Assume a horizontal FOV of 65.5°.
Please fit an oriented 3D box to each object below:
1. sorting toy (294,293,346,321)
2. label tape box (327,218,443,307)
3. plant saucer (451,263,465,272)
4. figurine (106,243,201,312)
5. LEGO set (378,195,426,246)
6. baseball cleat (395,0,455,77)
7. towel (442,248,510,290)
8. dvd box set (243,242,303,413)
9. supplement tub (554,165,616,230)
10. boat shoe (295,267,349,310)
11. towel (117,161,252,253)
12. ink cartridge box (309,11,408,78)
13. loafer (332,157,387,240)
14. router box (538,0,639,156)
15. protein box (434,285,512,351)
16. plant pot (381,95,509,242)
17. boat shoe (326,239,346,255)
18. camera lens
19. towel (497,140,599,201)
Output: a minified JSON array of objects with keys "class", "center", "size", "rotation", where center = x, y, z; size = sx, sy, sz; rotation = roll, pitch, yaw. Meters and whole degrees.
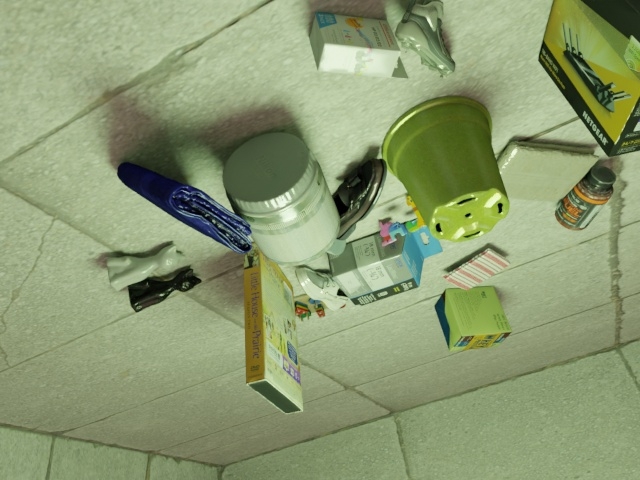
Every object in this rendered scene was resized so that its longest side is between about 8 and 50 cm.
[{"class":"sorting toy","center":[-0.050,0.244,1.781],"size":[0.275,0.046,0.132],"rotation":[-15,144,7]},{"class":"label tape box","center":[0.220,0.075,1.569],"size":[0.334,0.105,0.240],"rotation":[-20,144,13]},{"class":"plant saucer","center":[0.514,0.113,1.773],"size":[0.120,0.021,0.119],"rotation":[-7,144,-5]},{"class":"figurine","center":[-0.477,0.100,1.446],"size":[0.210,0.092,0.214],"rotation":[-18,144,-4]},{"class":"LEGO set","center":[0.254,-0.074,1.403],"size":[0.227,0.093,0.087],"rotation":[-27,173,13]},{"class":"baseball cleat","center":[0.220,-0.390,0.953],"size":[0.206,0.072,0.109],"rotation":[5,111,-55]},{"class":"towel","center":[0.540,0.100,1.723],"size":[0.144,0.029,0.197],"rotation":[25,129,-39]},{"class":"dvd box set","center":[-0.139,0.254,1.449],"size":[0.062,0.420,0.307],"rotation":[-14,145,9]},{"class":"supplement tub","center":[0.770,-0.124,1.442],"size":[0.106,0.106,0.197],"rotation":[-5,144,-8]},{"class":"boat shoe","center":[0.016,0.144,1.627],"size":[0.096,0.098,0.277],"rotation":[-30,145,15]},{"class":"towel","center":[-0.296,-0.085,1.088],"size":[0.228,0.308,0.076],"rotation":[41,77,-43]},{"class":"ink cartridge box","center":[0.079,-0.361,0.925],"size":[0.182,0.104,0.061],"rotation":[0,144,-16]},{"class":"loafer","center":[0.072,-0.100,1.291],"size":[0.095,0.109,0.302],"rotation":[9,143,-19]},{"class":"router box","center":[0.516,-0.345,0.890],"size":[0.081,0.308,0.242],"rotation":[-12,144,0]},{"class":"protein box","center":[0.574,0.296,1.890],"size":[0.201,0.199,0.136],"rotation":[-3,144,-12]},{"class":"plant pot","center":[0.307,-0.144,1.160],"size":[0.276,0.253,0.276],"rotation":[-8,145,-5]},{"class":"boat shoe","center":[0.000,0.000,1.451],"size":[0.083,0.065,0.183],"rotation":[18,-175,33]},{"class":"camera lens","center":[-0.084,-0.086,1.164],"size":[0.220,0.219,0.274],"rotation":[-16,144,7]},{"class":"towel","center":[0.590,-0.187,1.358],"size":[0.283,0.049,0.187],"rotation":[3,141,-17]}]
